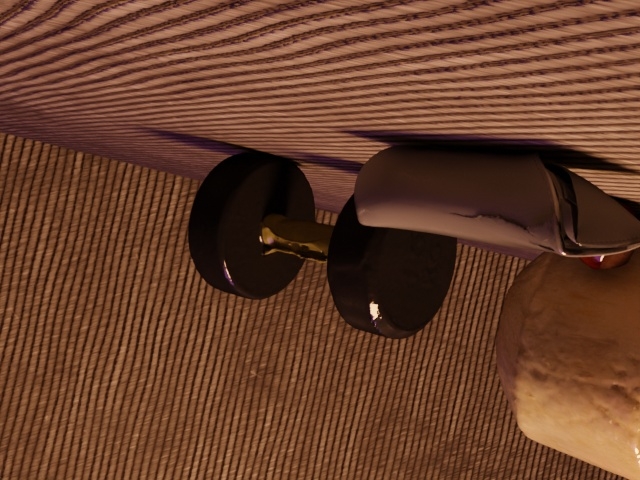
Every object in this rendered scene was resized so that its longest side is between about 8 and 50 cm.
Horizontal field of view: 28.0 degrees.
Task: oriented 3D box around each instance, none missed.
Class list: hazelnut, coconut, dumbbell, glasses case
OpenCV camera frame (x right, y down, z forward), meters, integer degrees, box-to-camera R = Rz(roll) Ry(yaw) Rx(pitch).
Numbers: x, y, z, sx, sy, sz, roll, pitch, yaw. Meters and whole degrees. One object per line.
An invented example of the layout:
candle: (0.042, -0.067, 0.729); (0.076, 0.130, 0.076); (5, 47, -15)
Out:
hazelnut: (0.291, -0.011, 1.329); (0.086, 0.086, 0.086); (13, 179, 0)
coconut: (0.365, 0.125, 1.417); (0.329, 0.329, 0.329); (13, 179, 0)
dumbbell: (0.000, 0.000, 1.707); (0.322, 0.204, 0.204); (13, 179, 37)
glasses case: (0.159, -0.038, 1.153); (0.128, 0.083, 0.308); (6, -178, -32)
